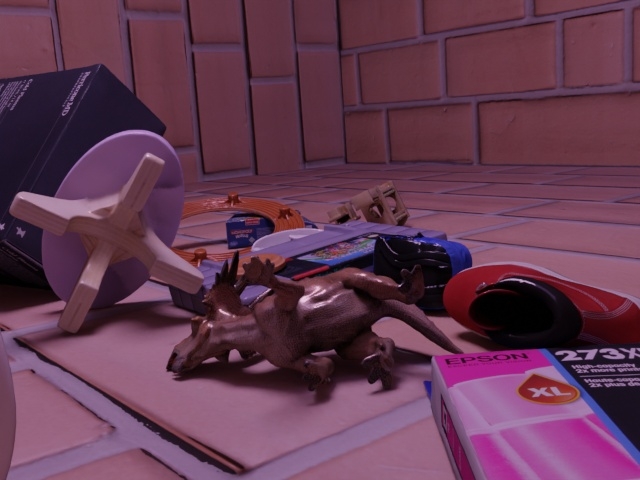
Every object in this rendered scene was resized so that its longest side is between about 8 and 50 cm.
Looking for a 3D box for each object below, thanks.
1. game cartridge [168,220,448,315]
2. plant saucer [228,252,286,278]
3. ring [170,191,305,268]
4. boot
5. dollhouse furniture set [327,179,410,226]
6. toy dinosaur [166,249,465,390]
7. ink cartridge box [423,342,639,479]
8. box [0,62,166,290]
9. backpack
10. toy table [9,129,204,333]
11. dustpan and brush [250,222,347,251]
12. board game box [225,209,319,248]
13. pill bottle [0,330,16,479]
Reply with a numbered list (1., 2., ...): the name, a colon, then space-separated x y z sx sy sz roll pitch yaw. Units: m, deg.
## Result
1. game cartridge: -0.013 0.036 1.097 0.355 0.068 0.230 -17 11 -34
2. plant saucer: -0.087 0.032 1.002 0.083 0.013 0.083 -9 13 2
3. ring: -0.197 -0.028 1.466 0.336 0.032 0.336 -2 25 1
4. boot: 0.171 0.060 0.737 0.176 0.088 0.244 9 -1 -34
5. dollhouse furniture set: 0.082 -0.039 1.603 0.161 0.101 0.182 -27 0 24
6. toy dinosaur: -0.006 0.074 0.785 0.295 0.127 0.200 -1 1 -16
7. ink cartridge box: 0.178 0.133 0.521 0.176 0.069 0.371 -4 7 1
8. box: -0.488 -0.104 1.295 0.312 0.343 0.179 3 -29 36
9. backpack: 0.140 0.038 0.988 0.120 0.098 0.101 4 8 43
10. toy table: -0.280 -0.009 1.020 0.252 0.274 0.161 15 13 -15
11. dustpan and brush: 0.000 0.000 1.349 0.211 0.060 0.147 -5 18 -45
12. board game box: -0.114 -0.034 1.640 0.194 0.060 0.194 -6 10 -11
13. pill bottle: -0.387 0.112 0.359 0.229 0.229 0.407 4 13 39
